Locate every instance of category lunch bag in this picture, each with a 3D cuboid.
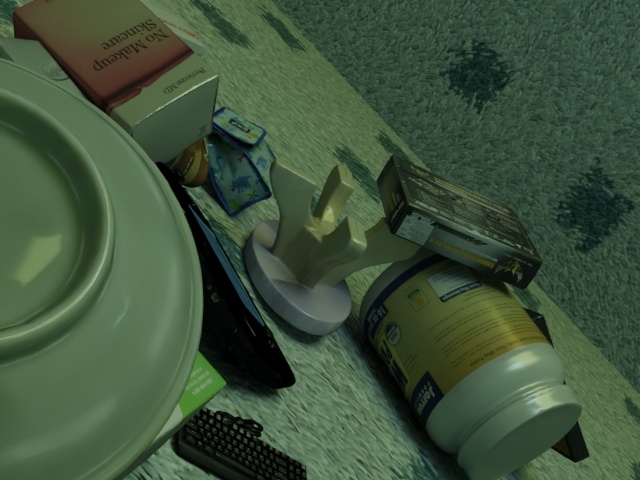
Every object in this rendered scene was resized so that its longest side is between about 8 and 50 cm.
[{"bbox_3d":[-0.130,-0.134,1.520,0.151,0.096,0.129,59,14,-12],"label":"lunch bag"}]

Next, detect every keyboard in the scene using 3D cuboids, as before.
[{"bbox_3d":[-0.081,0.218,1.021,0.180,0.023,0.108,38,19,-28],"label":"keyboard"}]

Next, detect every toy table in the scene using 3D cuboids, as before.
[{"bbox_3d":[0.000,0.000,1.418,0.252,0.161,0.274,24,23,-29],"label":"toy table"}]

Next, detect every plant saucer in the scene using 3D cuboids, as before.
[{"bbox_3d":[-0.257,-0.002,0.660,0.401,0.100,0.400,15,54,-21],"label":"plant saucer"}]

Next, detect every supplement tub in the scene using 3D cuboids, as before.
[{"bbox_3d":[0.223,0.179,1.465,0.228,0.228,0.316,22,29,-52],"label":"supplement tub"}]

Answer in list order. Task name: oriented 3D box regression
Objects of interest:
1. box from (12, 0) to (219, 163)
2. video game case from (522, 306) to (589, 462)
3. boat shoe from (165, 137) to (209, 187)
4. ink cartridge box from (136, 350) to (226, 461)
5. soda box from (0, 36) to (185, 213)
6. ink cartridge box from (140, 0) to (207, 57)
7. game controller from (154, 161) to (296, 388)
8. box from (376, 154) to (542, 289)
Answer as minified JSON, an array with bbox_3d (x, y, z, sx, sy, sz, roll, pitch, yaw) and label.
[{"bbox_3d":[-0.263,-0.213,1.244,0.232,0.127,0.149,43,59,15],"label":"box"},{"bbox_3d":[0.347,0.223,1.649,0.275,0.035,0.248,-159,-132,-77],"label":"video game case"},{"bbox_3d":[-0.243,-0.196,1.432,0.120,0.123,0.324,35,28,-47],"label":"boat shoe"},{"bbox_3d":[-0.236,0.079,0.811,0.273,0.115,0.198,47,17,5],"label":"ink cartridge box"},{"bbox_3d":[-0.294,-0.105,1.126,0.286,0.091,0.098,49,17,7],"label":"soda box"},{"bbox_3d":[-0.323,-0.399,1.707,0.219,0.092,0.160,54,19,22],"label":"ink cartridge box"},{"bbox_3d":[-0.125,0.042,1.198,0.319,0.067,0.166,58,8,31],"label":"game controller"},{"bbox_3d":[0.205,-0.030,1.460,0.231,0.056,0.183,23,23,-15],"label":"box"}]
